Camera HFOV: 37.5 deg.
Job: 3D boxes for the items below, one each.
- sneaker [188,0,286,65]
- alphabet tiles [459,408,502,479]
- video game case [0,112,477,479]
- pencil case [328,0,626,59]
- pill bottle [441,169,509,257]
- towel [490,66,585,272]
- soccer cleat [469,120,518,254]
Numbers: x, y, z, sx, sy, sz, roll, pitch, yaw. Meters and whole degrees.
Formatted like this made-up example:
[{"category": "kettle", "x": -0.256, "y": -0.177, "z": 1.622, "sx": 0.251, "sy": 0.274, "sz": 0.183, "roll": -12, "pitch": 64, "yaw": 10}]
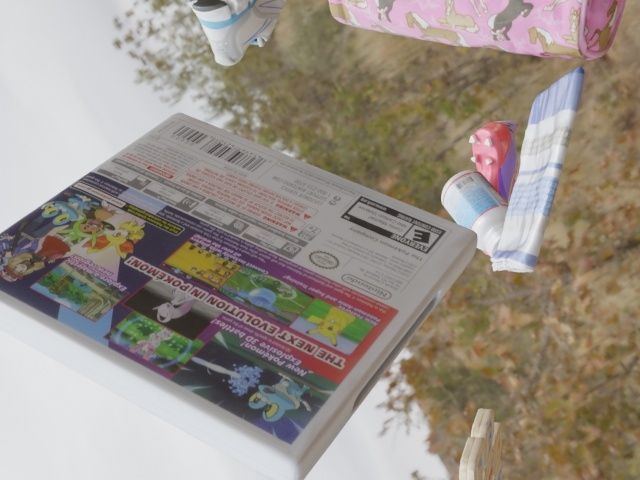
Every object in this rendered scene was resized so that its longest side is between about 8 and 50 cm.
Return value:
[{"category": "sneaker", "x": -0.062, "y": -0.233, "z": 0.899, "sx": 0.071, "sy": 0.190, "sz": 0.083, "roll": 13, "pitch": 136, "yaw": 24}, {"category": "alphabet tiles", "x": 0.190, "y": 0.355, "z": 1.142, "sx": 0.278, "sy": 0.021, "sz": 0.284, "roll": -46, "pitch": -45, "yaw": -62}, {"category": "video game case", "x": -0.048, "y": 0.013, "z": 0.476, "sx": 0.201, "sy": 0.183, "sz": 0.023, "roll": 24, "pitch": 133, "yaw": 21}, {"category": "pencil case", "x": 0.194, "y": -0.328, "z": 1.188, "sx": 0.386, "sy": 0.167, "sz": 0.160, "roll": 19, "pitch": -162, "yaw": 32}, {"category": "pill bottle", "x": 0.274, "y": -0.040, "z": 1.577, "sx": 0.087, "sy": 0.087, "sz": 0.160, "roll": 55, "pitch": -177, "yaw": -47}, {"category": "towel", "x": 0.303, "y": -0.090, "z": 1.330, "sx": 0.034, "sy": 0.285, "sz": 0.209, "roll": 15, "pitch": 180, "yaw": 1}, {"category": "soccer cleat", "x": 0.318, "y": -0.092, "z": 1.684, "sx": 0.083, "sy": 0.095, "sz": 0.248, "roll": 23, "pitch": 127, "yaw": 50}]
